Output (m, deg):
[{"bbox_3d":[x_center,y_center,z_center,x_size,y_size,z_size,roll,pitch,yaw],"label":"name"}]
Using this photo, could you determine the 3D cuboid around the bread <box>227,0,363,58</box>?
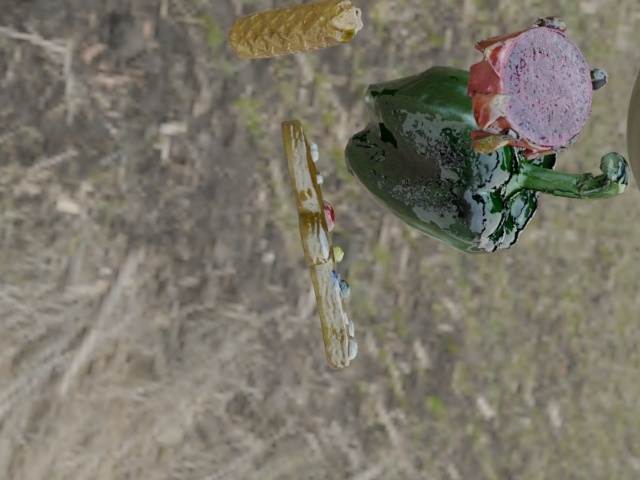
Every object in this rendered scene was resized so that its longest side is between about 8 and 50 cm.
[{"bbox_3d":[-0.026,-0.202,1.519,0.052,0.157,0.044,-39,116,-43],"label":"bread"}]

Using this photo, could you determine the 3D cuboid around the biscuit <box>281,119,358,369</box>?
[{"bbox_3d":[0.001,0.000,1.305,0.138,0.031,0.205,-86,163,-79],"label":"biscuit"}]

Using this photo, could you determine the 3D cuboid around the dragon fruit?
[{"bbox_3d":[0.161,-0.121,1.280,0.126,0.068,0.112,-50,115,-28],"label":"dragon fruit"}]

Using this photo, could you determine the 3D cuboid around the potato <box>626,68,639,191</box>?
[{"bbox_3d":[0.409,-0.123,1.526,0.326,0.221,0.243,-62,176,-39],"label":"potato"}]

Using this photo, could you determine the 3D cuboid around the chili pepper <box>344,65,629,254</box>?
[{"bbox_3d":[0.157,-0.067,1.482,0.165,0.261,0.174,-63,154,-3],"label":"chili pepper"}]
